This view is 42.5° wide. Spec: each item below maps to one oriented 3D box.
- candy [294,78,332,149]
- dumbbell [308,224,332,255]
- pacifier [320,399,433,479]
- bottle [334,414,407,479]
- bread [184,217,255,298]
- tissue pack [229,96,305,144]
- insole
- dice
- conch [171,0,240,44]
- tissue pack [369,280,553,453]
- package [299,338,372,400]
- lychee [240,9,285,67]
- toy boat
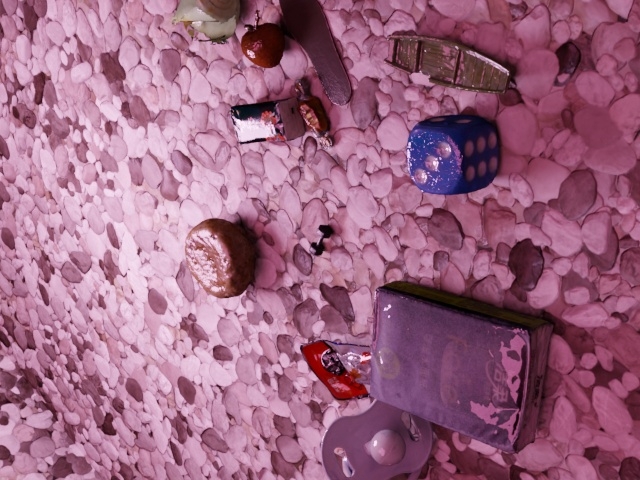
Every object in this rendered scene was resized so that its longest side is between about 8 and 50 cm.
[{"bbox_3d":[-0.021,-0.298,1.944,0.053,0.046,0.182,-22,94,46],"label":"candy"},{"bbox_3d":[0.000,0.000,2.056,0.040,0.036,0.083,40,129,20],"label":"dumbbell"},{"bbox_3d":[0.147,0.499,1.950,0.226,0.287,0.238,113,134,-78],"label":"pacifier"},{"bbox_3d":[0.112,0.558,2.114,0.147,0.147,0.236,-34,81,44],"label":"bottle"},{"bbox_3d":[-0.269,0.044,2.254,0.230,0.123,0.230,23,127,34],"label":"bread"},{"bbox_3d":[-0.131,-0.291,2.013,0.170,0.090,0.103,1,111,42],"label":"tissue pack"},{"bbox_3d":[-0.012,-0.462,1.896,0.111,0.007,0.328,-27,89,45],"label":"insole"},{"bbox_3d":[0.268,-0.176,1.673,0.146,0.143,0.146,11,115,42],"label":"dice"},{"bbox_3d":[-0.280,-0.550,2.022,0.250,0.143,0.137,136,145,-56],"label":"conch"},{"bbox_3d":[0.299,0.269,1.831,0.394,0.124,0.288,15,109,37],"label":"tissue pack"},{"bbox_3d":[0.081,0.325,2.104,0.269,0.071,0.194,-18,101,51],"label":"package"},{"bbox_3d":[-0.132,-0.473,1.930,0.114,0.101,0.140,17,119,47],"label":"lychee"},{"bbox_3d":[0.262,-0.356,1.663,0.293,0.055,0.093,25,121,33],"label":"toy boat"}]
